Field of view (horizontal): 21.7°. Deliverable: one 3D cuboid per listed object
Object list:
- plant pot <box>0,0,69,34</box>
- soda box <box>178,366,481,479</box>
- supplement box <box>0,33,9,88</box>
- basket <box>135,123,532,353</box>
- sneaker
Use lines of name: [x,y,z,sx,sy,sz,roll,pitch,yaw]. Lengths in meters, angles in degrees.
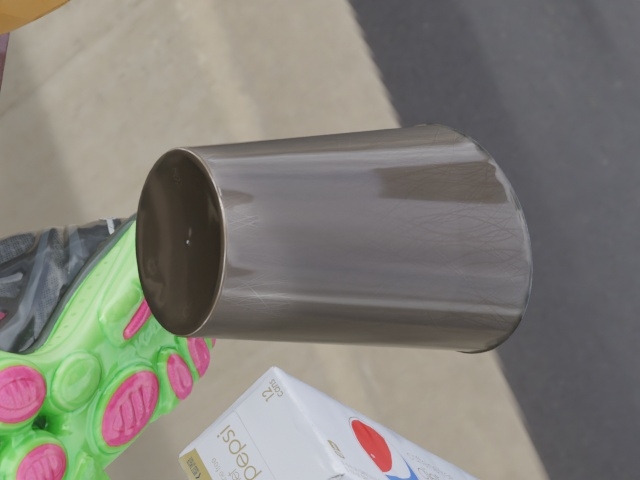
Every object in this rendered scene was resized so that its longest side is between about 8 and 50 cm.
plant pot: [-0.113,-0.141,0.336,0.188,0.205,0.205,46,34,-52]
soda box: [0.027,0.139,0.829,0.216,0.069,0.074,35,15,-50]
supplement box: [-0.328,-0.101,1.145,0.129,0.191,0.194,41,30,-34]
basket: [0.000,0.000,1.165,0.227,0.154,0.204,-2,32,-34]
sneaker: [-0.249,0.115,1.183,0.483,0.202,0.185,-35,120,-59]
